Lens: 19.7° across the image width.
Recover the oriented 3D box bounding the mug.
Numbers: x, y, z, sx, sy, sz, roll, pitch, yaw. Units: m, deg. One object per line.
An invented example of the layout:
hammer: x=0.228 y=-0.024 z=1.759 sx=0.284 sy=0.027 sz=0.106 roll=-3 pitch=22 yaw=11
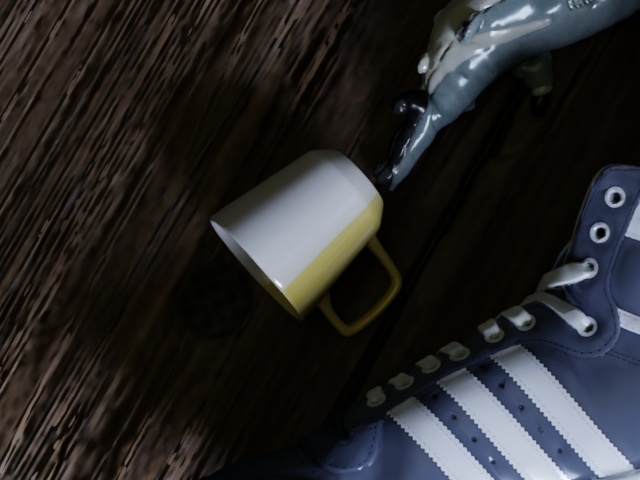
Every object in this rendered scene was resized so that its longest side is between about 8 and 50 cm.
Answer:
mug: x=-0.003 y=-0.003 z=0.834 sx=0.064 sy=0.078 sz=0.062 roll=-43 pitch=40 yaw=-8

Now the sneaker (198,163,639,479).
sneaker: x=0.075 y=0.054 z=0.773 sx=0.282 sy=0.099 sz=0.153 roll=-7 pitch=82 yaw=4

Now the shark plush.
shark plush: x=0.086 y=-0.084 z=0.827 sx=0.067 sy=0.073 sz=0.161 roll=43 pitch=85 yaw=-13
